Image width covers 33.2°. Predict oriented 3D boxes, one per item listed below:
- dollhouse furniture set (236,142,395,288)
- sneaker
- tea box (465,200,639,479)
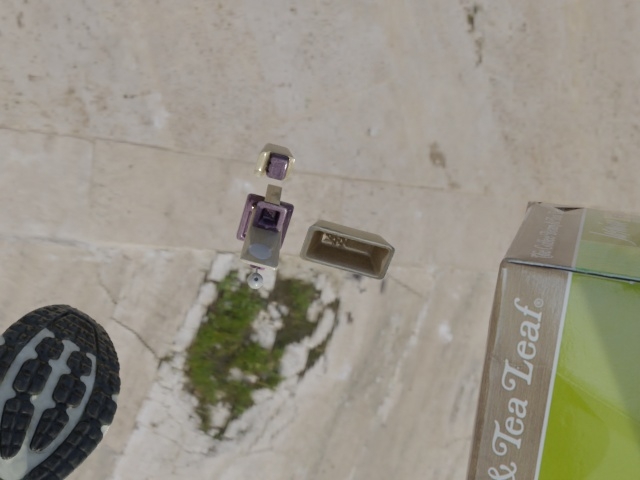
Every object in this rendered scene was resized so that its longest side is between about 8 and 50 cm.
[{"bbox_3d":[0.000,0.000,0.749,0.114,0.081,0.091,15,126,-6],"label":"dollhouse furniture set"},{"bbox_3d":[-0.355,0.245,1.112,0.158,0.182,0.410,39,53,-22],"label":"sneaker"},{"bbox_3d":[0.259,0.169,0.697,0.220,0.323,0.329,-38,137,-71],"label":"tea box"}]
